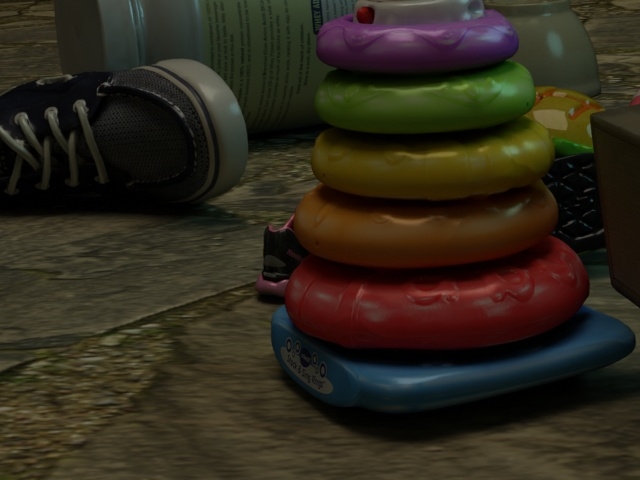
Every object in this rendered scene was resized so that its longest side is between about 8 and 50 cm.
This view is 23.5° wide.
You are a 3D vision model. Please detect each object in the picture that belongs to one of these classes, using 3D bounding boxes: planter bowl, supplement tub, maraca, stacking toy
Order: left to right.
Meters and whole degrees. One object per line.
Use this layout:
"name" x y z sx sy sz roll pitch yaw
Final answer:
"supplement tub" -0.091 -0.224 1.577 0.324 0.235 0.235 -9 15 -21
"stacking toy" 0.056 -0.072 0.806 0.165 0.302 0.175 -9 16 -22
"planter bowl" 0.233 -0.218 1.728 0.162 0.109 0.162 -3 14 1
"maraca" 0.180 -0.062 1.131 0.127 0.099 0.185 11 3 -25

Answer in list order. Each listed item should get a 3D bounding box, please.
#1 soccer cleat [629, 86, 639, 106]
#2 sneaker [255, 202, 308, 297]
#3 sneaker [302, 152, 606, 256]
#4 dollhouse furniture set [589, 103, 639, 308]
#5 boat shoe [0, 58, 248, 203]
"soccer cleat" 0.386 -0.119 1.356 0.248 0.083 0.095 1 31 42
"sneaker" 0.000 0.000 1.038 0.047 0.057 0.119 3 15 34
"sneaker" 0.099 -0.002 1.032 0.234 0.084 0.097 -6 -10 -11
"dollhouse furniture set" 0.276 -0.026 0.750 0.242 0.212 0.161 -12 14 -5
"boat shoe" -0.207 -0.076 1.303 0.158 0.127 0.340 -21 13 -31
